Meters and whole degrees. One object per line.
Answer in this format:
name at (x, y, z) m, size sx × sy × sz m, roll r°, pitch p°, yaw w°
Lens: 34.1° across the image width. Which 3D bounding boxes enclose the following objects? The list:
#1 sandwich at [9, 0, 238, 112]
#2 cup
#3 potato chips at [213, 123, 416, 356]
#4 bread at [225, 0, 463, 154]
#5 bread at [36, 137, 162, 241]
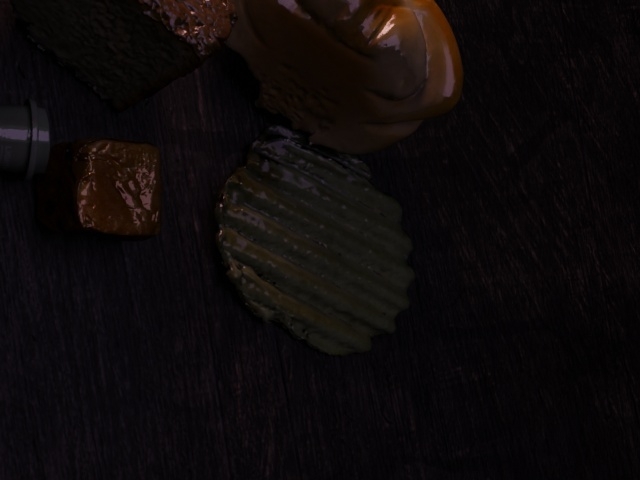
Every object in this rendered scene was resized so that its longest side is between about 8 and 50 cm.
sandwich at (-0.319, -0.358, 1.531) m, size 0.325 × 0.262 × 0.131 m, roll 40°, pitch 56°, yaw -24°
cup at (-0.463, -0.144, 1.481) m, size 0.141 × 0.120 × 0.120 m, roll -1°, pitch 81°, yaw -25°
potato chips at (0.000, 0.000, 1.822) m, size 0.429 × 0.070 × 0.359 m, roll 29°, pitch 68°, yaw -28°
bread at (0.027, -0.338, 1.752) m, size 0.424 × 0.245 × 0.329 m, roll 41°, pitch 85°, yaw -16°
bread at (-0.324, -0.072, 1.544) m, size 0.158 × 0.149 × 0.143 m, roll 7°, pitch 80°, yaw -35°
